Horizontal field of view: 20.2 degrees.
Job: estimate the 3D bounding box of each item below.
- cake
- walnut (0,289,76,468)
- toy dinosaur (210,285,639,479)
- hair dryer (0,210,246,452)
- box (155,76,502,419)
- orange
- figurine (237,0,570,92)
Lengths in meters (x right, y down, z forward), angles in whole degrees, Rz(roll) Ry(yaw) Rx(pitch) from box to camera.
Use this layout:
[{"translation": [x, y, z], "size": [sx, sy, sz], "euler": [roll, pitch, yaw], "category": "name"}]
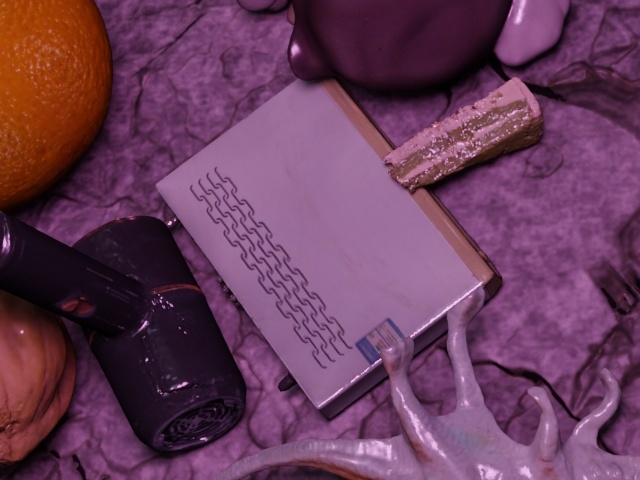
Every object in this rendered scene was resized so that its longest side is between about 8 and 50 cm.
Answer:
[{"translation": [0.122, -0.082, 1.525], "size": [0.140, 0.055, 0.051], "euler": [-29, 64, -3], "category": "cake"}, {"translation": [-0.311, 0.088, 1.508], "size": [0.198, 0.198, 0.245], "euler": [-37, 67, -1], "category": "walnut"}, {"translation": [0.090, 0.155, 1.403], "size": [0.393, 0.092, 0.205], "euler": [-17, 92, 5], "category": "toy dinosaur"}, {"translation": [-0.191, 0.050, 1.401], "size": [0.107, 0.352, 0.189], "euler": [-36, 63, 12], "category": "hair dryer"}, {"translation": [0.000, 0.000, 1.537], "size": [0.211, 0.045, 0.270], "euler": [-38, 63, -2], "category": "box"}, {"translation": [-0.316, -0.150, 1.569], "size": [0.274, 0.274, 0.274], "euler": [-6, 66, 14], "category": "orange"}, {"translation": [0.016, -0.244, 1.592], "size": [0.218, 0.206, 0.365], "euler": [-37, 34, -29], "category": "figurine"}]
